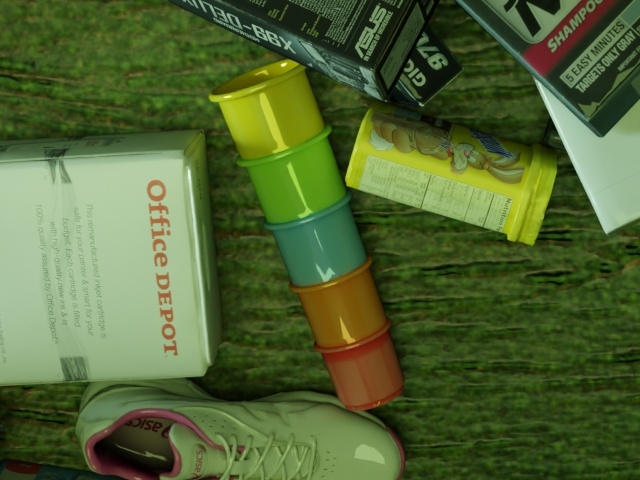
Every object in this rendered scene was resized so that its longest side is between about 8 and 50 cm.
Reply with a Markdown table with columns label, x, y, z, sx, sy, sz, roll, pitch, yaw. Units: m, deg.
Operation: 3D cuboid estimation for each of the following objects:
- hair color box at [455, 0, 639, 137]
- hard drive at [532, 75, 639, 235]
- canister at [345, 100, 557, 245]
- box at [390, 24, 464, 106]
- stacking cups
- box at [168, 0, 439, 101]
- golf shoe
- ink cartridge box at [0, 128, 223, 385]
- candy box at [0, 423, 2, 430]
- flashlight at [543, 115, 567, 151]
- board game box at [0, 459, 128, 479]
| label | x | y | z | sx | sy | sz | roll | pitch | yaw |
| --- | --- | --- | --- | --- | --- | --- | --- | --- | --- |
| hair color box | 0.150 | -0.280 | 1.553 | 0.185 | 0.113 | 0.374 | -46 | 76 | 7 |
| hard drive | 0.269 | -0.212 | 1.600 | 0.233 | 0.047 | 0.353 | -25 | 81 | 11 |
| canister | 0.114 | -0.061 | 1.676 | 0.169 | 0.126 | 0.073 | 17 | 106 | 2 |
| box | 0.020 | -0.211 | 1.616 | 0.051 | 0.175 | 0.220 | -41 | 99 | -1 |
| stacking cups | 0.000 | 0.000 | 1.716 | 0.096 | 0.096 | 0.316 | -19 | 102 | 10 |
| box | 0.010 | -0.294 | 1.469 | 0.242 | 0.076 | 0.307 | 25 | 83 | 15 |
| golf shoe | -0.076 | 0.196 | 1.754 | 0.306 | 0.140 | 0.115 | 7 | 104 | 2 |
| ink cartridge box | -0.236 | 0.017 | 1.730 | 0.283 | 0.117 | 0.207 | -3 | 104 | 6 |
| candy box | -0.473 | 0.249 | 1.711 | 0.122 | 0.317 | 0.268 | 35 | 108 | 32 |
| flashlight | 0.353 | -0.086 | 1.660 | 0.304 | 0.103 | 0.103 | 17 | 94 | 1 |
| board game box | -0.176 | 0.383 | 1.837 | 0.308 | 0.086 | 0.302 | 8 | 105 | 3 |
